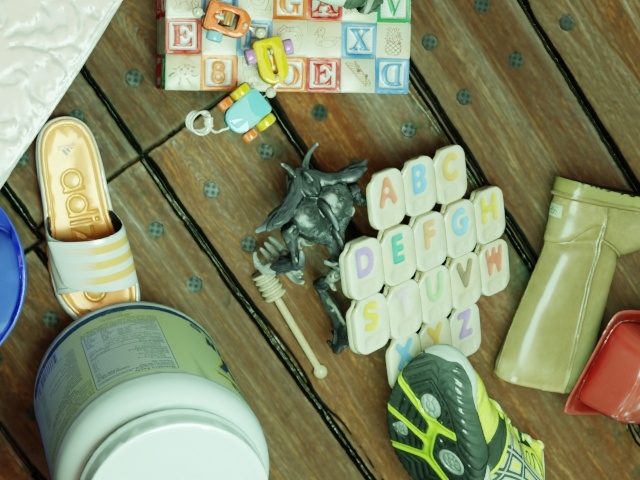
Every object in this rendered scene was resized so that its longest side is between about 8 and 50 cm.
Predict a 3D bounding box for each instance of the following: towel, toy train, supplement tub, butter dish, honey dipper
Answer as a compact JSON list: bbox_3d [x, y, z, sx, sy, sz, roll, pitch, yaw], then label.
[{"bbox_3d":[-0.436,-0.261,1.752,0.332,0.053,0.317,34,87,-14],"label":"towel"},{"bbox_3d":[-0.100,-0.197,1.751,0.125,0.046,0.166,11,91,-13],"label":"toy train"},{"bbox_3d":[-0.191,0.226,1.708,0.235,0.325,0.235,-6,110,-15],"label":"supplement tub"},{"bbox_3d":[0.414,0.179,1.929,0.160,0.118,0.160,7,114,-46],"label":"butter dish"},{"bbox_3d":[-0.033,0.106,1.901,0.030,0.030,0.161,-33,104,-7],"label":"honey dipper"}]

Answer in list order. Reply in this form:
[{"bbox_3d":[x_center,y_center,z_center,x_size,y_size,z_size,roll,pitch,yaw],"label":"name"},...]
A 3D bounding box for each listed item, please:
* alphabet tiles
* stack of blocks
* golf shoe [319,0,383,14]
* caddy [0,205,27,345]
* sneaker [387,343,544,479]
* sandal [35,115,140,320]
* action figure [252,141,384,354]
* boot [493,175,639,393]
[{"bbox_3d":[0.133,0.033,1.856,0.284,0.021,0.278,-22,112,-40],"label":"alphabet tiles"},{"bbox_3d":[-0.045,-0.264,1.823,0.297,0.087,0.171,0,97,-13],"label":"stack of blocks"},{"bbox_3d":[0.015,-0.390,1.760,0.120,0.105,0.273,4,58,-16],"label":"golf shoe"},{"bbox_3d":[-0.490,0.080,1.718,0.241,0.179,0.341,38,93,6],"label":"caddy"},{"bbox_3d":[0.196,0.266,1.896,0.147,0.145,0.385,-41,132,-29],"label":"sneaker"},{"bbox_3d":[-0.284,-0.015,1.803,0.102,0.076,0.265,-16,100,-11],"label":"sandal"},{"bbox_3d":[0.000,0.000,1.829,0.164,0.141,0.276,-34,120,-21],"label":"action figure"},{"bbox_3d":[0.362,0.066,1.964,0.236,0.089,0.270,12,98,-15],"label":"boot"}]
